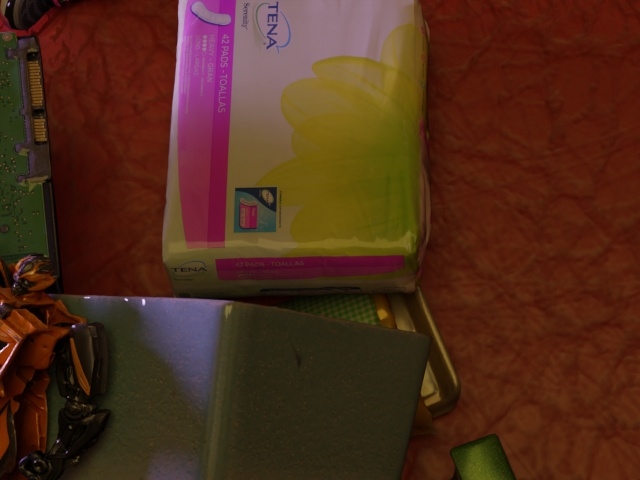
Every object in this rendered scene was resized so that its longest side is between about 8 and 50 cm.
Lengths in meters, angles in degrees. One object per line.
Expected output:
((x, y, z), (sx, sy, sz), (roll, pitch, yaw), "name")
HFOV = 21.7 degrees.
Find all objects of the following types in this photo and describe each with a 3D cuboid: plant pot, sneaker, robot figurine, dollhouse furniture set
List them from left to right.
((-0.267, 0.140, 1.241), (0.211, 0.085, 0.291), (34, 109, 30), "robot figurine")
((-0.228, -0.254, 1.586), (0.075, 0.063, 0.170), (41, 76, 19), "sneaker")
((-0.089, 0.180, 1.297), (0.248, 0.247, 0.252), (1, 83, 40), "plant pot")
((0.033, 0.160, 1.411), (0.197, 0.151, 0.301), (-22, 74, -2), "dollhouse furniture set")

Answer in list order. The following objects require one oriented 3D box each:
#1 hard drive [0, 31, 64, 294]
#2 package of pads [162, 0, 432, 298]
((-0.388, -0.045, 1.363), (0.339, 0.064, 0.237), (-7, 68, -6), "hard drive")
((-0.015, -0.094, 1.481), (0.229, 0.101, 0.296), (-2, 62, 4), "package of pads")
